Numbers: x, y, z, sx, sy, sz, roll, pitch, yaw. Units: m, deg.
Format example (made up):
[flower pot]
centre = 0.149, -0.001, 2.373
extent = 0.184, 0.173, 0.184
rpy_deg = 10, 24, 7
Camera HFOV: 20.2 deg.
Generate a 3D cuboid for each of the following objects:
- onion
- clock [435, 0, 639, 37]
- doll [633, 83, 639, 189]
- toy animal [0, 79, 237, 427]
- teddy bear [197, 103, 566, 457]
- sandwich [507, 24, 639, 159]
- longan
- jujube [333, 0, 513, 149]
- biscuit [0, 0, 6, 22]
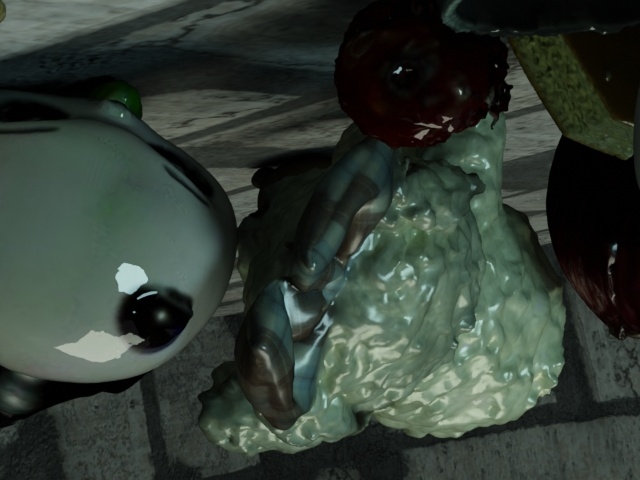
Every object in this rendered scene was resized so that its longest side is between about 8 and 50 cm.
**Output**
[onion]
centre = 0.296, -0.053, 1.242
extent = 0.314, 0.232, 0.314
rpy_deg = -21, -147, 15
[clock]
centre = 0.196, -0.162, 0.840
extent = 0.312, 0.061, 0.312
rpy_deg = -11, 175, -1
[doll]
centre = 0.275, -0.027, 0.857
extent = 0.251, 0.221, 0.221
rpy_deg = 3, 176, 4
[toy animal]
centre = -0.166, -0.002, 1.147
extent = 0.212, 0.212, 0.267
rpy_deg = -8, 167, -23
[teddy bear]
centre = 0.000, 0.000, 1.257
extent = 0.362, 0.327, 0.375
rpy_deg = 25, -168, -44
[sandwich]
centre = 0.212, -0.085, 1.066
extent = 0.244, 0.088, 0.090
rpy_deg = 15, 164, -9
[longan]
centre = -0.011, -0.035, 1.664
extent = 0.119, 0.106, 0.106
rpy_deg = 32, -161, 29
[jujube]
centre = 0.059, -0.102, 1.046
extent = 0.104, 0.104, 0.166
rpy_deg = -11, -175, 8
[biscuit]
centre = -0.214, -0.105, 0.887
extent = 0.120, 0.015, 0.120
rpy_deg = -11, 175, -1
